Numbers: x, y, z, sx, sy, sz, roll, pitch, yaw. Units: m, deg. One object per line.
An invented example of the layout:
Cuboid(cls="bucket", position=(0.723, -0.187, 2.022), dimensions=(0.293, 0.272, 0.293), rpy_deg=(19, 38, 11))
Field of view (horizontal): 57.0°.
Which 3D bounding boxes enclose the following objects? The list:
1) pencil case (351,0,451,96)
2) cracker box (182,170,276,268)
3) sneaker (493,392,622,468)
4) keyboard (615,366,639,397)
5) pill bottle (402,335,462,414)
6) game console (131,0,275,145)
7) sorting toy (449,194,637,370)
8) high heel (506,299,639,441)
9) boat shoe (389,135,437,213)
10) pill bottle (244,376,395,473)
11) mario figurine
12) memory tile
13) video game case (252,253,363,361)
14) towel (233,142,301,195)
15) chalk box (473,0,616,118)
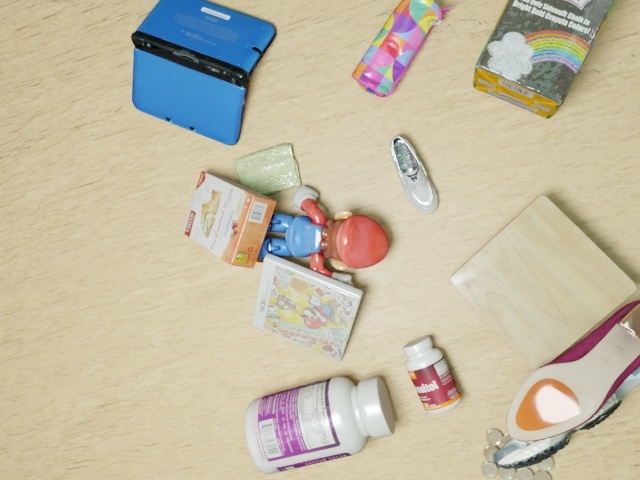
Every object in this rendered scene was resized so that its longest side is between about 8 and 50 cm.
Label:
Cuboid(cls="pencil case", position=(0.166, -0.417, 1.250), dimensions=(0.104, 0.104, 0.236), rpy_deg=(37, 101, 8))
Cuboid(cls="cracker box", position=(-0.208, -0.050, 1.305), dimensions=(0.232, 0.067, 0.155), rpy_deg=(26, 100, 48))
Cuboid(cls="sneaker", position=(0.470, 0.369, 1.227), dimensions=(0.283, 0.110, 0.122), rpy_deg=(-39, 53, 11))
Cuboid(cls="keyboard", position=(0.643, 0.258, 1.214), dimensions=(0.072, 0.014, 0.256), rpy_deg=(46, 104, 4))
Cuboid(cls="pill bottle", position=(0.237, 0.289, 1.274), dimensions=(0.086, 0.086, 0.151), rpy_deg=(-25, 87, 12))
Cuboid(cls="game console", position=(-0.277, -0.406, 1.384), dimensions=(0.293, 0.173, 0.250), rpy_deg=(23, 66, 10))
Cuboid(cls="sorting toy", position=(0.447, 0.084, 1.215), dimensions=(0.255, 0.089, 0.257), rpy_deg=(-44, 83, 11))
Cuboid(cls="high heel", position=(0.527, 0.263, 1.156), dimensions=(0.377, 0.181, 0.127), rpy_deg=(-41, 64, 12))
Cuboid(cls="boat shoe", position=(0.200, -0.143, 1.271), dimensions=(0.066, 0.063, 0.184), rpy_deg=(-19, 88, 13))
Cuboid(cls="pill bottle", position=(0.002, 0.395, 1.290), dimensions=(0.302, 0.169, 0.169), rpy_deg=(-17, 89, 12))
Cuboid(cls="mario figurine", position=(0.000, 0.000, 1.316), dimensions=(0.321, 0.170, 0.198), rpy_deg=(7, 131, 22))
Cuboid(cls="memory tile", position=(0.428, 0.470, 1.278), dimensions=(0.148, 0.012, 0.113), rpy_deg=(6, 94, 13))
Cuboid(cls="video game case", position=(-0.035, 0.153, 1.311), dimensions=(0.227, 0.026, 0.206), rpy_deg=(21, 126, 10))
Cuboid(cls="towel", position=(-0.124, -0.158, 1.361), dimensions=(0.148, 0.027, 0.109), rpy_deg=(-15, 89, 13))
Cuboid(cls="chalk box", position=(0.444, -0.415, 1.148), dimensions=(0.180, 0.179, 0.288), rpy_deg=(28, 97, 11))
